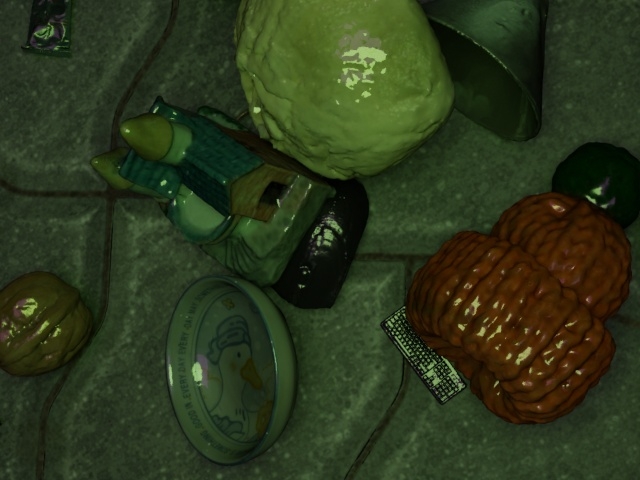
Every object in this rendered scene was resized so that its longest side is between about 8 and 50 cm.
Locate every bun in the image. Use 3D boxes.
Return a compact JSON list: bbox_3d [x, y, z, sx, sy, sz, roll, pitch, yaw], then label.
[{"bbox_3d":[0.011,-0.226,1.073,0.227,0.349,0.352,-30,57,-13],"label":"bun"}]

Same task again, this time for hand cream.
[{"bbox_3d":[-0.457,-0.434,1.332,0.075,0.052,0.247,1,85,9],"label":"hand cream"}]

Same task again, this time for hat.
[{"bbox_3d":[0.331,0.055,1.083,0.400,0.285,0.285,-37,80,-10],"label":"hat"}]

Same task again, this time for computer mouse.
[{"bbox_3d":[0.000,0.000,1.211,0.122,0.073,0.217,23,91,12],"label":"computer mouse"}]

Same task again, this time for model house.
[{"bbox_3d":[-0.186,-0.084,1.088,0.267,0.325,0.194,36,99,25],"label":"model house"}]

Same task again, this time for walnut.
[{"bbox_3d":[-0.442,0.132,1.233,0.167,0.149,0.166,-2,95,-24],"label":"walnut"}]

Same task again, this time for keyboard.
[{"bbox_3d":[0.156,0.173,1.202,0.053,0.010,0.155,-38,80,2],"label":"keyboard"}]

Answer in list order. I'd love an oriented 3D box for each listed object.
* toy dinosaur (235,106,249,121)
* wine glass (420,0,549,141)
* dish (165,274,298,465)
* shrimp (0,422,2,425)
[{"bbox_3d":[-0.080,-0.240,1.262,0.180,0.037,0.058,-34,88,9],"label":"toy dinosaur"},{"bbox_3d":[0.316,-0.379,1.117,0.267,0.267,0.406,37,88,10],"label":"wine glass"},{"bbox_3d":[-0.103,0.184,1.176,0.273,0.134,0.273,1,91,48],"label":"dish"},{"bbox_3d":[-0.560,0.325,1.287,0.091,0.025,0.127,-14,80,6],"label":"shrimp"}]
